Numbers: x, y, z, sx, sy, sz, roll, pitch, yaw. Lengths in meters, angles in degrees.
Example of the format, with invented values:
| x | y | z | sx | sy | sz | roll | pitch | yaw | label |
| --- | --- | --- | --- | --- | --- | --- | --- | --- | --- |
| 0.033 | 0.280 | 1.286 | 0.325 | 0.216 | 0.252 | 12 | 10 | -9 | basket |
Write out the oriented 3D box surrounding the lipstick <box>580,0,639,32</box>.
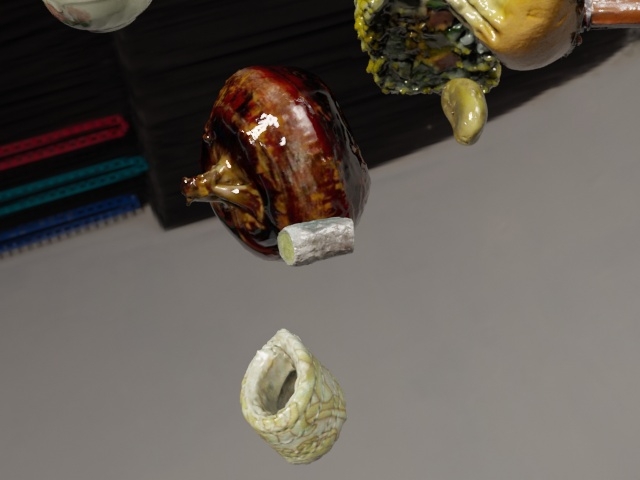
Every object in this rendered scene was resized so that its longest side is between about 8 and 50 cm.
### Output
| x | y | z | sx | sy | sz | roll | pitch | yaw | label |
| --- | --- | --- | --- | --- | --- | --- | --- | --- | --- |
| 0.546 | -0.426 | 1.767 | 0.077 | 0.418 | 0.077 | 2 | -90 | -77 | lipstick |

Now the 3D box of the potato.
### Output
| x | y | z | sx | sy | sz | roll | pitch | yaw | label |
| --- | --- | --- | --- | --- | --- | --- | --- | --- | --- |
| 0.269 | -0.239 | 1.754 | 0.092 | 0.070 | 0.138 | 121 | 140 | -54 | potato |

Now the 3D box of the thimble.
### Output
| x | y | z | sx | sy | sz | roll | pitch | yaw | label |
| --- | --- | --- | --- | --- | --- | --- | --- | --- | --- |
| -0.043 | 0.251 | 1.539 | 0.143 | 0.137 | 0.191 | 48 | -148 | -40 | thimble |

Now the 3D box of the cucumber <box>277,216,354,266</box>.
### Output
| x | y | z | sx | sy | sz | roll | pitch | yaw | label |
| --- | --- | --- | --- | --- | --- | --- | --- | --- | --- |
| -0.002 | 0.000 | 1.381 | 0.064 | 0.111 | 0.064 | 169 | 90 | -70 | cucumber |

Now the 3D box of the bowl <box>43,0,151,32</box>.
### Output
| x | y | z | sx | sy | sz | roll | pitch | yaw | label |
| --- | --- | --- | --- | --- | --- | --- | --- | --- | --- |
| -0.480 | -0.552 | 2.082 | 0.145 | 0.277 | 0.277 | 79 | 168 | -47 | bowl |

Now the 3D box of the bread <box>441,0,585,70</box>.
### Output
| x | y | z | sx | sy | sz | roll | pitch | yaw | label |
| --- | --- | --- | --- | --- | --- | --- | --- | --- | --- |
| 0.277 | -0.344 | 1.360 | 0.204 | 0.162 | 0.262 | 51 | 176 | 25 | bread |

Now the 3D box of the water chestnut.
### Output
| x | y | z | sx | sy | sz | roll | pitch | yaw | label |
| --- | --- | --- | --- | --- | --- | --- | --- | --- | --- |
| -0.095 | -0.118 | 1.582 | 0.350 | 0.302 | 0.351 | 43 | 147 | 38 | water chestnut |

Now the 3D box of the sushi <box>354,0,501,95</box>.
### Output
| x | y | z | sx | sy | sz | roll | pitch | yaw | label |
| --- | --- | --- | --- | --- | --- | --- | --- | --- | --- |
| 0.243 | -0.517 | 2.201 | 0.397 | 0.351 | 0.240 | 74 | -160 | -54 | sushi |
